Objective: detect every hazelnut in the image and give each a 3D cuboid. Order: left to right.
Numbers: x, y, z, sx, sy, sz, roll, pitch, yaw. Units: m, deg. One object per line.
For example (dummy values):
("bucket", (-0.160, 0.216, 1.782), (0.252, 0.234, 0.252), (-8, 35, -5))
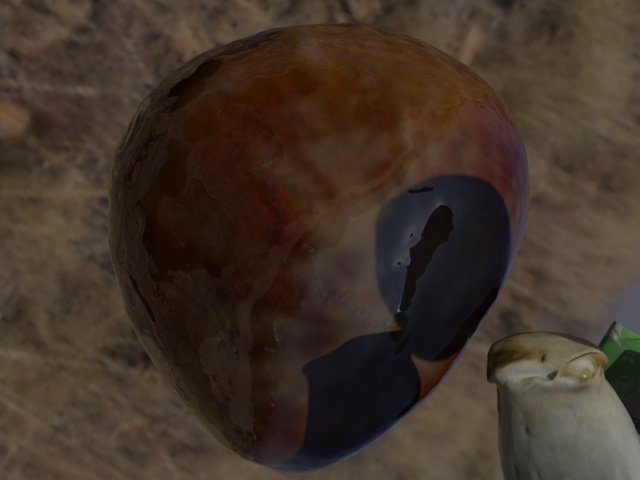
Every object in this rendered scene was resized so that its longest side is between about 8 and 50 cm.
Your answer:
("hazelnut", (-0.004, -0.004, 1.291), (0.366, 0.365, 0.366), (-56, 169, -17))

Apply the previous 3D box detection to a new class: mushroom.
("mushroom", (0.204, 0.202, 1.071), (0.109, 0.351, 0.097), (-23, -154, 27))

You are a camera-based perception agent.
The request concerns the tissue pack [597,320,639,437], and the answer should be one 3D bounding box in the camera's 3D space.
("tissue pack", (0.254, 0.197, 1.381), (0.229, 0.159, 0.145), (-54, 153, -13))
